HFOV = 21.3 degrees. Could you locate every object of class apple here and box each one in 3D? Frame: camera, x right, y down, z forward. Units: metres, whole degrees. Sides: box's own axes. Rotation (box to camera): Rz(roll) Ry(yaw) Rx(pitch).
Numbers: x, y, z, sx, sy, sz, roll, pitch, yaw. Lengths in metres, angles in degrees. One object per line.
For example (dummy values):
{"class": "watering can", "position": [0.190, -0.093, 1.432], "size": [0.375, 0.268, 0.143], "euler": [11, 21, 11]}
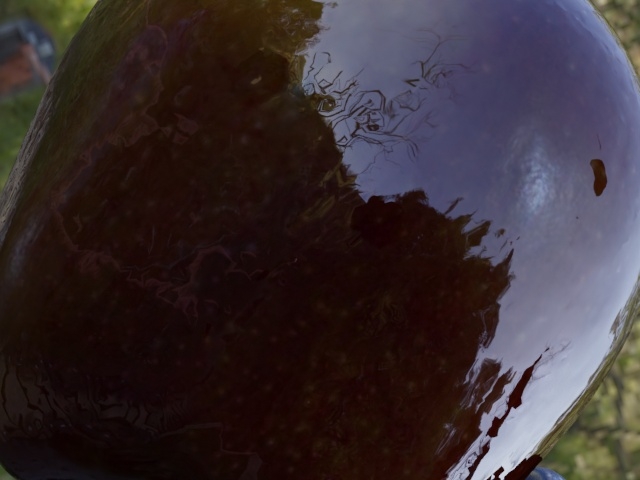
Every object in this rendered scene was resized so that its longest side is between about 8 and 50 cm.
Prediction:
{"class": "apple", "position": [0.000, 0.000, 0.735], "size": [0.288, 0.317, 0.288], "euler": [30, -14, 8]}

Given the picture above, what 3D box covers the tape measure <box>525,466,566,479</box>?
{"class": "tape measure", "position": [0.115, 0.174, 0.803], "size": [0.098, 0.351, 0.215], "euler": [42, 30, -6]}
